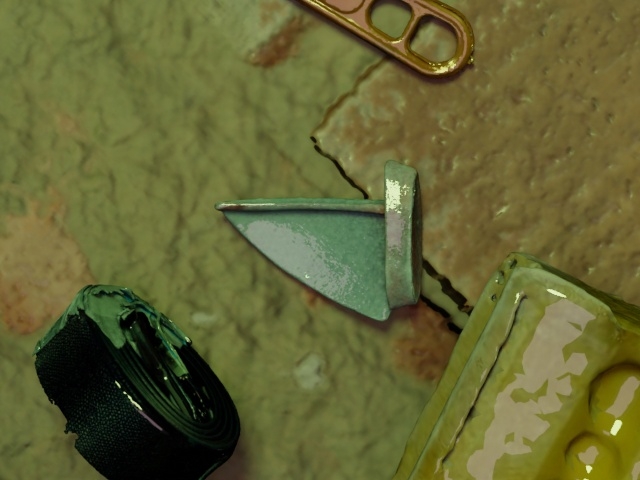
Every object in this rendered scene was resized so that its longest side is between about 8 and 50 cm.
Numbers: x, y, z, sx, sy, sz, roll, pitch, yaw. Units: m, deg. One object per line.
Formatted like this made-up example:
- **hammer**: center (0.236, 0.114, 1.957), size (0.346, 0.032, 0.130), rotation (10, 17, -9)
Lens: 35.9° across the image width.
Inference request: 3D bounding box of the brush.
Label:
- **brush**: center (-0.048, -0.180, 0.582), size (0.314, 0.017, 0.090), rotation (29, 99, 1)

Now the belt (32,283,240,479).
- **belt**: center (-0.103, 0.084, 0.571), size (0.058, 0.105, 0.140), rotation (-47, 65, 13)

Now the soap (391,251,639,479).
- **soap**: center (0.162, 0.212, 0.538), size (0.293, 0.156, 0.335), rotation (24, 99, 5)

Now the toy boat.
- **toy boat**: center (-0.001, 0.000, 0.596), size (0.122, 0.034, 0.096), rotation (0, 97, 14)
